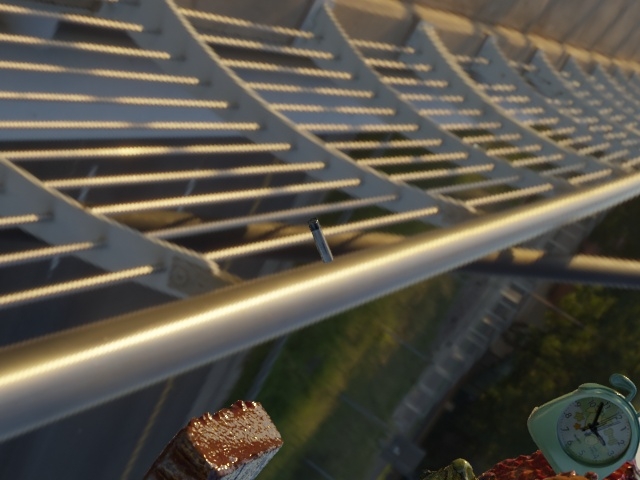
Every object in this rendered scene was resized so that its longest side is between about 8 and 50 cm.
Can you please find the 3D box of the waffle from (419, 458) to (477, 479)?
[{"bbox_3d":[0.220,0.548,1.685,0.073,0.297,0.317,1,149,-27],"label":"waffle"}]

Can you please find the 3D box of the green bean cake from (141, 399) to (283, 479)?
[{"bbox_3d":[-0.162,0.328,1.415,0.198,0.097,0.233,-50,163,-1],"label":"green bean cake"}]

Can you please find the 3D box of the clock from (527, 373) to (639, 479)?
[{"bbox_3d":[0.446,0.306,1.574,0.188,0.148,0.060,-33,174,18],"label":"clock"}]

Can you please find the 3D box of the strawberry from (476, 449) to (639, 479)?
[{"bbox_3d":[0.422,0.487,1.733,0.292,0.343,0.292,6,90,-75],"label":"strawberry"}]

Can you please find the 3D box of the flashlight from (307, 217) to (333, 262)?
[{"bbox_3d":[0.000,0.000,1.657,0.018,0.018,0.083,-86,158,-59],"label":"flashlight"}]

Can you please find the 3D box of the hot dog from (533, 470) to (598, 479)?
[{"bbox_3d":[0.227,0.403,1.294,0.349,0.158,0.117,-18,-173,9],"label":"hot dog"}]
